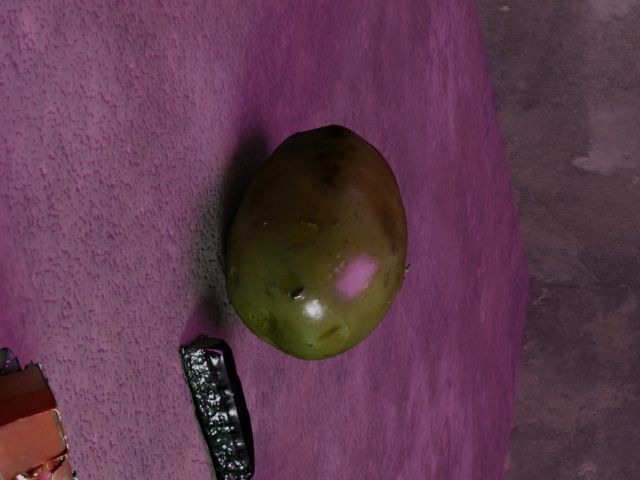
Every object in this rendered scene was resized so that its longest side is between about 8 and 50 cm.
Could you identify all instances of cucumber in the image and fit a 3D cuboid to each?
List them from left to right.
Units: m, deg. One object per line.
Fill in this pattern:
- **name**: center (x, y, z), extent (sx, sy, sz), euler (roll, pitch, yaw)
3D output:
- **cucumber**: center (-0.106, 0.184, 1.388), extent (0.070, 0.046, 0.220), euler (-76, 160, -55)

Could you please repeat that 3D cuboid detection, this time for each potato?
- **potato**: center (-0.003, -0.001, 1.424), extent (0.304, 0.216, 0.216), euler (-86, 167, -46)

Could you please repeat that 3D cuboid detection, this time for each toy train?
- **toy train**: center (-0.214, 0.169, 0.915), extent (0.118, 0.074, 0.176), euler (-136, -146, -56)
